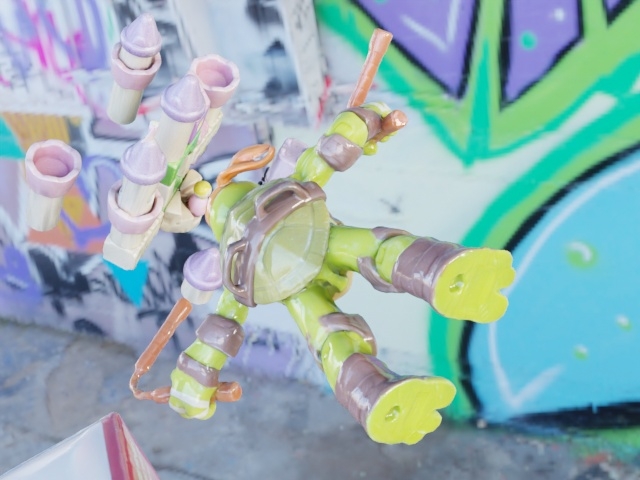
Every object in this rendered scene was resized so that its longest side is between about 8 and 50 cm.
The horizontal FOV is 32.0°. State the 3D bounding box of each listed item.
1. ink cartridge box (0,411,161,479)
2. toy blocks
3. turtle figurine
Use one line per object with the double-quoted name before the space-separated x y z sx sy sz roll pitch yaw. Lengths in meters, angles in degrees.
"ink cartridge box" -0.070 0.272 0.562 0.131 0.306 0.226 -32 21 -6
"toy blocks" -0.164 -0.121 1.379 0.309 0.260 0.288 27 49 -1
"turtle figurine" 0.000 0.000 0.612 0.217 0.087 0.269 31 82 46
